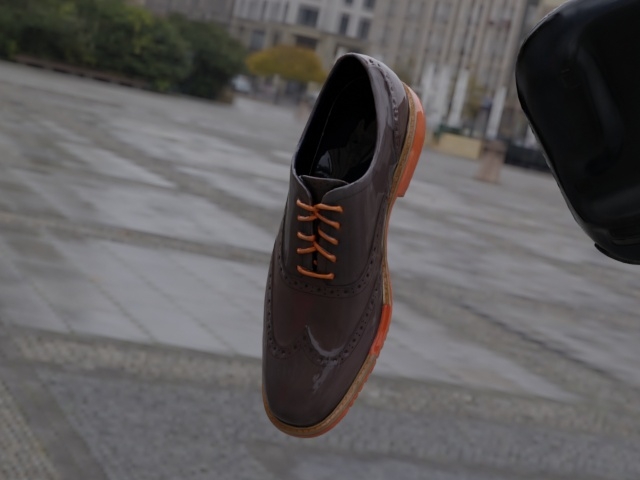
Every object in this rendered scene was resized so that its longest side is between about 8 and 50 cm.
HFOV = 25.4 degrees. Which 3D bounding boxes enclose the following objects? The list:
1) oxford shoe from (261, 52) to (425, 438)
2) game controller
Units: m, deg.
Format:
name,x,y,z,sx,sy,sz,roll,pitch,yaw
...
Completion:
name,x,y,z,sx,sy,sz,roll,pitch,yaw
oxford shoe,0.000,0.000,0.991,0.097,0.271,0.098,6,-13,22
game controller,0.269,-0.103,0.758,0.319,0.166,0.067,-23,18,14
